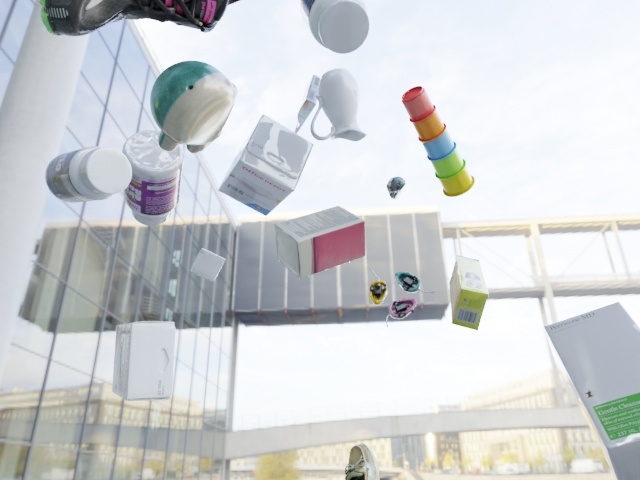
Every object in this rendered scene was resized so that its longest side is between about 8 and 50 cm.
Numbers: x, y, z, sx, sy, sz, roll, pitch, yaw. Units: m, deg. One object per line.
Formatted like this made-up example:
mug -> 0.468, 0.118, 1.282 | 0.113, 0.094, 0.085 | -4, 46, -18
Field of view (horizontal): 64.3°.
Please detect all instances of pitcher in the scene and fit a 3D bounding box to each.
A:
pitcher -> 0.040, -0.401, 1.526 | 0.178, 0.207, 0.125 | -9, -4, -25

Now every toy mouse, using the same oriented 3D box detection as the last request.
toy mouse -> 0.178, 0.121, 1.103 | 0.143, 0.161, 0.031 | -6, -44, 13

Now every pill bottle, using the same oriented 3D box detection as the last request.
pill bottle -> -0.339, -0.096, 0.746 | 0.137, 0.078, 0.078 | 0, -19, 42
pill bottle -> -0.507, -0.174, 1.535 | 0.169, 0.169, 0.301 | 7, -33, -15
pill bottle -> 0.037, -0.587, 1.325 | 0.153, 0.264, 0.153 | -6, -53, -7

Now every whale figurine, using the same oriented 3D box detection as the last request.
whale figurine -> -0.281, -0.287, 1.112 | 0.141, 0.216, 0.272 | 45, -10, 1

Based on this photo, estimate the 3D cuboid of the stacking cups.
stacking cups -> 0.304, -0.261, 1.352 | 0.096, 0.096, 0.316 | -18, -57, 32

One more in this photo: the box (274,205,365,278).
box -> 0.000, 0.000, 1.514 | 0.232, 0.149, 0.126 | -18, -60, -25

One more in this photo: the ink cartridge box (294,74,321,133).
ink cartridge box -> -0.060, -0.466, 1.768 | 0.045, 0.145, 0.179 | 26, -39, -18

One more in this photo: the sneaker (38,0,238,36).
sneaker -> -0.273, -0.480, 0.920 | 0.202, 0.483, 0.185 | 40, -36, 14

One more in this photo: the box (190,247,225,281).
box -> -0.434, 0.095, 1.958 | 0.101, 0.102, 0.087 | 27, -11, -12

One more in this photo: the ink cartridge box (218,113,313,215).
ink cartridge box -> -0.186, -0.243, 1.708 | 0.198, 0.197, 0.270 | 29, -25, -16

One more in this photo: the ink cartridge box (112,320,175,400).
ink cartridge box -> -0.506, 0.335, 1.442 | 0.117, 0.207, 0.283 | 6, -13, -28

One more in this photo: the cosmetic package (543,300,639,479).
cosmetic package -> 0.666, 0.327, 1.129 | 0.197, 0.365, 0.155 | -24, -62, 14

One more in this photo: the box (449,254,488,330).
box -> 0.322, 0.108, 1.119 | 0.058, 0.087, 0.232 | 13, 19, 8

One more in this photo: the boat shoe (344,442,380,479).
boat shoe -> 0.062, 0.403, 0.828 | 0.048, 0.153, 0.056 | 32, -50, -28

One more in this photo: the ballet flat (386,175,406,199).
ballet flat -> 0.171, -0.125, 1.171 | 0.041, 0.041, 0.114 | -1, -8, 1
